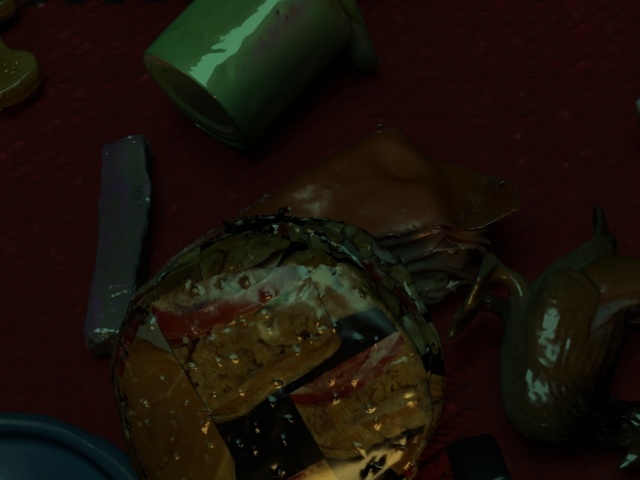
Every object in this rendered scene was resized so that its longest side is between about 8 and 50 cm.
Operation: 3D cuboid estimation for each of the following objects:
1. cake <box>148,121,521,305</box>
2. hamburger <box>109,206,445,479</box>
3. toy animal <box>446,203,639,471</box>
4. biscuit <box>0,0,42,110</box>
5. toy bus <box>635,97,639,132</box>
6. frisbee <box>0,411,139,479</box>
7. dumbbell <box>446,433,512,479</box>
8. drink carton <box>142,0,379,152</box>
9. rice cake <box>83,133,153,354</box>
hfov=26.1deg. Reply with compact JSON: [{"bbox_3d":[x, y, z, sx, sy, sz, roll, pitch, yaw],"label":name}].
[{"bbox_3d":[0.000,0.004,1.023,0.287,0.098,0.135,-19,53,-7],"label":"cake"},{"bbox_3d":[-0.030,0.091,0.912,0.231,0.107,0.230,1,95,8],"label":"hamburger"},{"bbox_3d":[0.188,0.062,0.948,0.179,0.089,0.188,29,64,11],"label":"toy animal"},{"bbox_3d":[-0.348,-0.184,1.279,0.158,0.035,0.240,-24,53,-8],"label":"biscuit"},{"bbox_3d":[0.328,-0.130,1.065,0.190,0.064,0.075,-42,44,-18],"label":"toy bus"},{"bbox_3d":[-0.232,0.250,0.921,0.290,0.049,0.289,-4,56,6],"label":"frisbee"},{"bbox_3d":[0.179,0.164,0.828,0.326,0.143,0.143,-17,52,1],"label":"dumbbell"},{"bbox_3d":[-0.060,-0.162,1.136,0.144,0.146,0.142,35,76,32],"label":"drink carton"},{"bbox_3d":[-0.158,-0.001,1.098,0.047,0.036,0.206,0,53,1],"label":"rice cake"}]
